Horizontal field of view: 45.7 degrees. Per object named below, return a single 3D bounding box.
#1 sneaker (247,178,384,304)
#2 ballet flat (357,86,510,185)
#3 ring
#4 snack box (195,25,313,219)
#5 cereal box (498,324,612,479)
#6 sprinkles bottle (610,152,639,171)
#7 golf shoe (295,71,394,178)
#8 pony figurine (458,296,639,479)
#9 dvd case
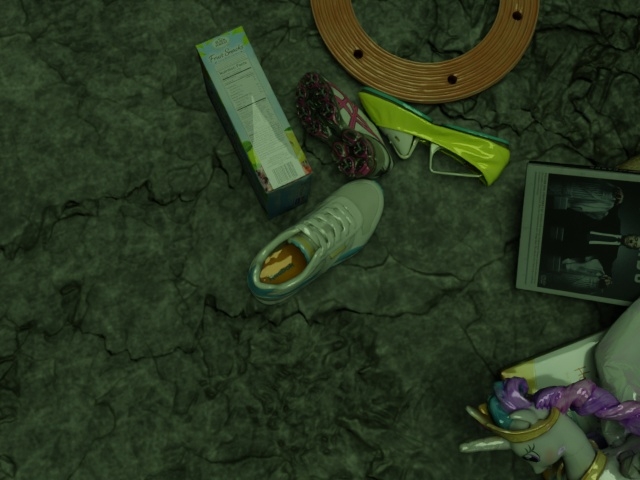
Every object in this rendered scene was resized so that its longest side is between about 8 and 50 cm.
[{"bbox_3d":[0.000,0.000,1.016,0.229,0.092,0.087,-42,84,-9],"label":"sneaker"},{"bbox_3d":[0.150,-0.139,1.056,0.231,0.077,0.077,21,95,-1],"label":"ballet flat"},{"bbox_3d":[0.151,-0.359,1.108,0.337,0.032,0.336,0,81,-3],"label":"ring"},{"bbox_3d":[-0.085,-0.145,0.992,0.070,0.174,0.207,-26,84,-7],"label":"snack box"},{"bbox_3d":[0.381,0.209,1.007,0.240,0.047,0.173,-23,82,5],"label":"cereal box"},{"bbox_3d":[0.559,-0.124,1.045,0.355,0.121,0.121,-29,84,-6],"label":"sprinkles bottle"},{"bbox_3d":[0.032,-0.158,1.061,0.067,0.086,0.186,-45,66,30],"label":"golf shoe"},{"bbox_3d":[0.386,0.241,0.864,0.351,0.303,0.363,-38,102,14],"label":"pony figurine"},{"bbox_3d":[0.381,-0.004,0.982,0.239,0.029,0.179,9,110,24],"label":"dvd case"}]
